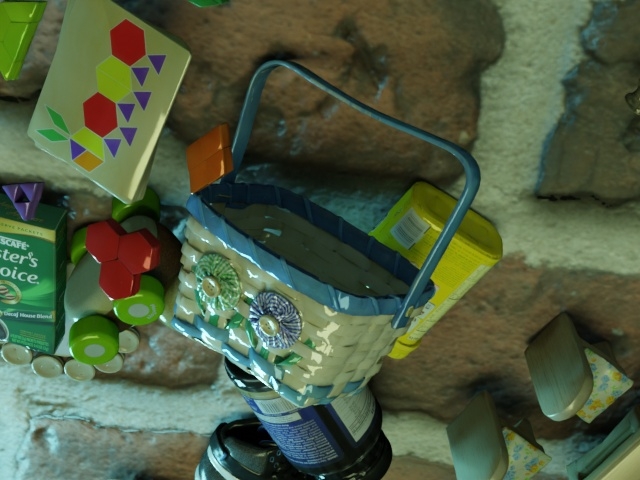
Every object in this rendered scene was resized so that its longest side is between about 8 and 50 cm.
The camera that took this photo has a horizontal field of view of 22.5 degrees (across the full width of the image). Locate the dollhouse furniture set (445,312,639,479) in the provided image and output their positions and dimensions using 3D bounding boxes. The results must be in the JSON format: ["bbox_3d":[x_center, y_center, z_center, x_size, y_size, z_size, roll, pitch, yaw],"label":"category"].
[{"bbox_3d":[0.293,0.359,1.763,0.362,0.256,0.394,35,111,-21],"label":"dollhouse furniture set"}]

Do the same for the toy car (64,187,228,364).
[{"bbox_3d":[-0.159,0.061,1.692,0.188,0.155,0.149,28,127,-32],"label":"toy car"}]

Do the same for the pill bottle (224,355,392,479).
[{"bbox_3d":[-0.006,0.181,1.779,0.122,0.123,0.219,-18,127,18],"label":"pill bottle"}]

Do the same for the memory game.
[{"bbox_3d":[-0.291,0.089,1.804,0.186,0.012,0.186,3,129,3],"label":"memory game"}]

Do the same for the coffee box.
[{"bbox_3d":[-0.328,0.033,1.716,0.113,0.040,0.184,15,131,6],"label":"coffee box"}]

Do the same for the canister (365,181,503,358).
[{"bbox_3d":[0.094,0.031,1.683,0.126,0.073,0.170,32,123,-17],"label":"canister"}]

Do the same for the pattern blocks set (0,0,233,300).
[{"bbox_3d":[-0.200,-0.134,1.518,0.285,0.026,0.325,41,119,13],"label":"pattern blocks set"}]

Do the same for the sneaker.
[{"bbox_3d":[-0.031,0.276,1.887,0.216,0.079,0.121,18,130,-7],"label":"sneaker"}]

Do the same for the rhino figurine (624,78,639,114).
[{"bbox_3d":[0.418,-0.130,1.523,0.243,0.073,0.106,22,131,-14],"label":"rhino figurine"}]

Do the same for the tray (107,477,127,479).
[{"bbox_3d":[-0.149,0.368,2.005,0.270,0.030,0.145,17,128,-8],"label":"tray"}]

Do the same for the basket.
[{"bbox_3d":[0.000,0.000,1.551,0.254,0.201,0.289,29,104,27],"label":"basket"}]
